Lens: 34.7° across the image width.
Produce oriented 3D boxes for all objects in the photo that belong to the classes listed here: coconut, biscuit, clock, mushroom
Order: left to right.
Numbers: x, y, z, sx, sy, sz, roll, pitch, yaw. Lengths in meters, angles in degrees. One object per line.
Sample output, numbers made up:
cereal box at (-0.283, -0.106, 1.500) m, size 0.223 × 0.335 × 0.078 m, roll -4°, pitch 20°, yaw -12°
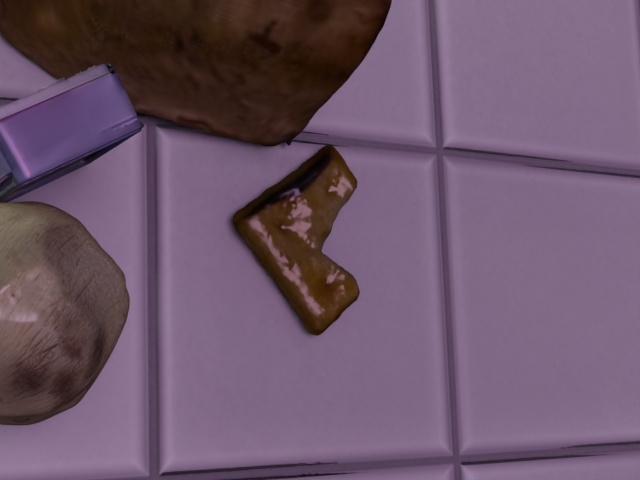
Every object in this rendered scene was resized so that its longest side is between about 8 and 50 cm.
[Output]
coconut at (-0.291, 0.079, 0.956) m, size 0.224 × 0.224 × 0.224 m, roll 6°, pitch 78°, yaw -28°
clock at (-0.275, -0.095, 0.997) m, size 0.145 × 0.193 × 0.073 m, roll -31°, pitch 98°, yaw -30°
mushroom at (-0.147, -0.274, 1.056) m, size 0.397 × 0.314 × 0.224 m, roll 13°, pitch 72°, yaw -21°
biscuit at (0.000, 0.000, 1.225) m, size 0.174 × 0.039 × 0.183 m, roll -36°, pitch 99°, yaw -31°
